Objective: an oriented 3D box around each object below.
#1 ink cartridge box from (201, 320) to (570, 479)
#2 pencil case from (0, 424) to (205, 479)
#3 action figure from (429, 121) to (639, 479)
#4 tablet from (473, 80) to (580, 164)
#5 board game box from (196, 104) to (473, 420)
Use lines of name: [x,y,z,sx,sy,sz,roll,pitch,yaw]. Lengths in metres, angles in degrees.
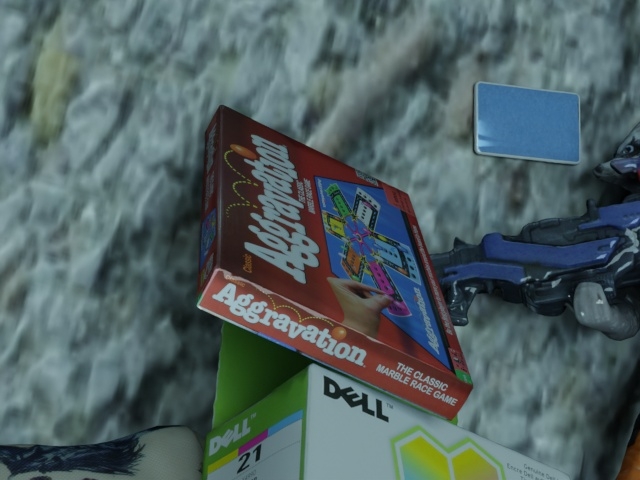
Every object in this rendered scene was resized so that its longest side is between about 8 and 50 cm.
ink cartridge box: [0.038,0.115,0.762,0.189,0.097,0.255,26,47,-28]
pencil case: [-0.256,0.172,0.745,0.410,0.183,0.159,5,107,-17]
action figure: [0.226,0.067,0.960,0.341,0.178,0.330,-4,73,11]
tablet: [0.149,-0.084,1.010,0.083,0.006,0.054,5,78,-17]
board game box: [0.000,0.000,0.816,0.145,0.281,0.027,24,108,-13]
